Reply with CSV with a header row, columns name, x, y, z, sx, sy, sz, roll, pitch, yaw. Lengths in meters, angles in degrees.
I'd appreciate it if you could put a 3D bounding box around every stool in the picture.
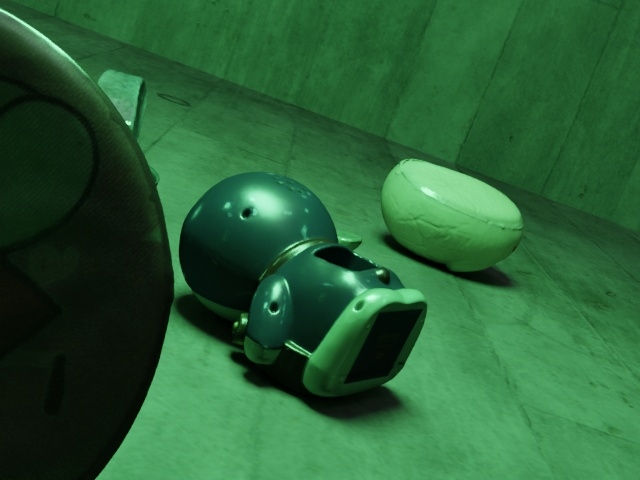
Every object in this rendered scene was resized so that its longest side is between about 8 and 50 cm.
name,x,y,z,sx,sy,sz,roll,pitch,yaw
stool,-0.210,0.015,0.491,0.272,0.272,0.178,19,0,-8

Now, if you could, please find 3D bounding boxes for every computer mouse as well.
name,x,y,z,sx,sy,sz,roll,pitch,yaw
computer mouse,0.000,0.000,1.321,0.110,0.032,0.056,12,11,10

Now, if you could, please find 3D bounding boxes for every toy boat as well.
name,x,y,z,sx,sy,sz,roll,pitch,yaw
toy boat,-0.375,-0.194,1.413,0.293,0.111,0.276,1,20,-22

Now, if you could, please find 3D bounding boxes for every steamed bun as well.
name,x,y,z,sx,sy,sz,roll,pitch,yaw
steamed bun,0.196,-0.029,1.516,0.228,0.131,0.177,19,23,-15

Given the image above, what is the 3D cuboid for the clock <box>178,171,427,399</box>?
name,x,y,z,sx,sy,sz,roll,pitch,yaw
clock,-0.023,0.036,0.915,0.243,0.146,0.199,38,25,32

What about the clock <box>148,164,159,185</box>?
name,x,y,z,sx,sy,sz,roll,pitch,yaw
clock,-0.304,-0.091,1.195,0.215,0.042,0.215,20,13,-5
